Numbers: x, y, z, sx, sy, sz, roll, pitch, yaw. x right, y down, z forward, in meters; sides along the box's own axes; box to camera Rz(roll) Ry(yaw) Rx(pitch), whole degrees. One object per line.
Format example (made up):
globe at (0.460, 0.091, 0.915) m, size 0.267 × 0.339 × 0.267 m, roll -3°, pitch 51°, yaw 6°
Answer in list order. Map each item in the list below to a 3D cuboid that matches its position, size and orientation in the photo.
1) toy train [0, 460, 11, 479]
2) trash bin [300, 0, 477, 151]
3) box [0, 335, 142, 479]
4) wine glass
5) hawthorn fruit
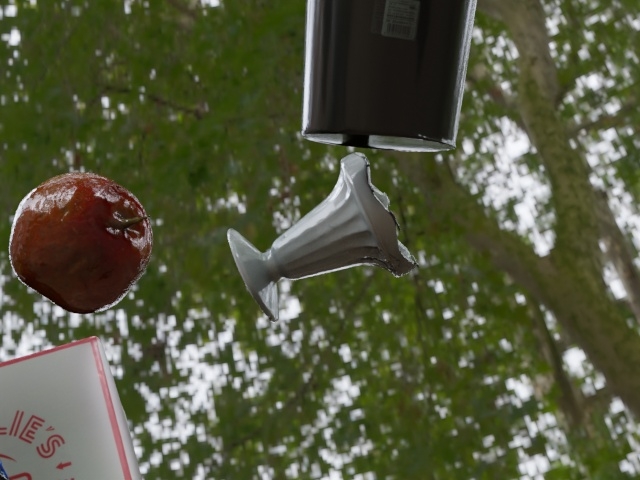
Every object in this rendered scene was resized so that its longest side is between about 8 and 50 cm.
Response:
toy train at (-0.366, 0.170, 1.140) m, size 0.082 × 0.131 × 0.204 m, roll -33°, pitch -30°, yaw -7°
trash bin at (0.080, -0.271, 1.388) m, size 0.214 × 0.214 × 0.334 m, roll 3°, pitch -89°, yaw -17°
box at (-0.362, 0.343, 1.524) m, size 0.314 × 0.312 × 0.300 m, roll -16°, pitch -26°, yaw -8°
wine glass at (0.000, 0.000, 1.530) m, size 0.196 × 0.165 × 0.165 m, roll -24°, pitch -44°, yaw 6°
hawthorn fruit at (-0.199, -0.003, 1.098) m, size 0.140 × 0.125 × 0.125 m, roll -26°, pitch -44°, yaw 8°
